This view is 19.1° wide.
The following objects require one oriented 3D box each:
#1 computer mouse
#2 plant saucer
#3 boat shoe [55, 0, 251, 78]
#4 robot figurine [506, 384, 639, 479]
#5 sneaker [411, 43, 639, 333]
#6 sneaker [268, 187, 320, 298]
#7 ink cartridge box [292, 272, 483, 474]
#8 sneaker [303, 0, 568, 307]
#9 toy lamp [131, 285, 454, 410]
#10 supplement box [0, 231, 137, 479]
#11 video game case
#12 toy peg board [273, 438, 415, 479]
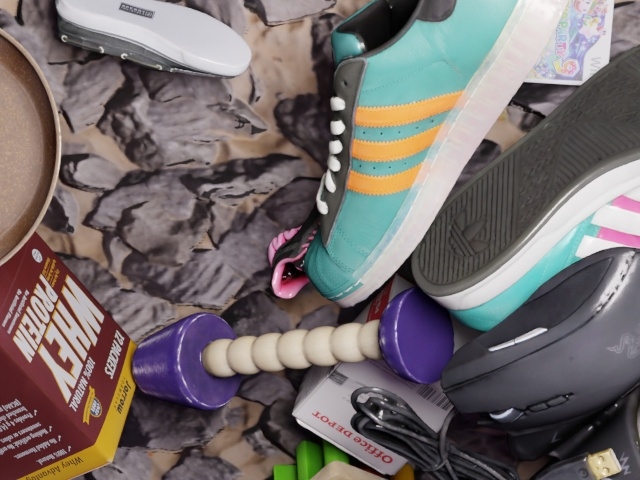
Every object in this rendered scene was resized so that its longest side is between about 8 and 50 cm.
[{"bbox_3d":[0.166,0.118,1.303,0.262,0.060,0.184,-33,126,27],"label":"computer mouse"},{"bbox_3d":[-0.271,-0.064,1.364,0.199,0.036,0.198,-1,87,16],"label":"plant saucer"},{"bbox_3d":[-0.117,-0.140,1.328,0.142,0.049,0.040,20,133,3],"label":"boat shoe"},{"bbox_3d":[0.257,0.206,1.440,0.209,0.173,0.278,18,132,-32],"label":"robot figurine"},{"bbox_3d":[0.227,-0.014,1.317,0.295,0.124,0.178,-36,132,12],"label":"sneaker"},{"bbox_3d":[0.000,0.000,1.404,0.047,0.057,0.119,33,124,-10],"label":"sneaker"},{"bbox_3d":[0.057,0.105,1.474,0.099,0.056,0.135,33,125,-13],"label":"ink cartridge box"},{"bbox_3d":[0.047,-0.091,1.289,0.121,0.108,0.302,27,119,-8],"label":"sneaker"},{"bbox_3d":[-0.030,0.085,1.425,0.275,0.080,0.080,-7,128,40],"label":"toy lamp"},{"bbox_3d":[-0.278,0.098,1.480,0.191,0.129,0.194,-25,119,25],"label":"supplement box"},{"bbox_3d":[0.137,-0.147,1.299,0.122,0.011,0.087,4,127,7],"label":"video game case"},{"bbox_3d":[0.024,0.227,1.573,0.161,0.079,0.161,24,129,-29],"label":"toy peg board"}]
